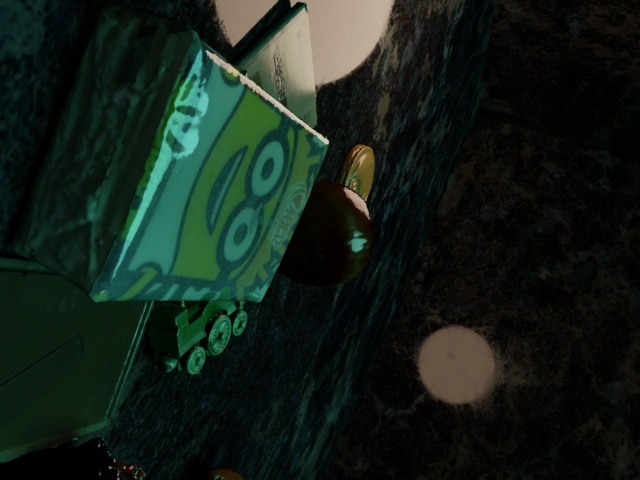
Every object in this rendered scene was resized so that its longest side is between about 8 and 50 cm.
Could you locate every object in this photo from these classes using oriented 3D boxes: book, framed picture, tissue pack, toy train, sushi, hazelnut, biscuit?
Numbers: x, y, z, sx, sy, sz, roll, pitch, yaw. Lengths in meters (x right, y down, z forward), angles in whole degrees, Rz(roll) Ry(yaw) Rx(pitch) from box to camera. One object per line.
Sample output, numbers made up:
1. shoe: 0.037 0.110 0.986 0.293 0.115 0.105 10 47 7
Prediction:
1. book: -0.085 -0.166 0.815 0.283 0.025 0.215 -56 157 -33
2. framed picture: -0.264 0.119 0.591 0.209 0.019 0.281 -69 163 -1
3. tissue pack: -0.123 -0.059 0.610 0.228 0.127 0.310 -67 158 2
4. toy train: -0.162 0.105 0.809 0.178 0.071 0.105 -40 135 -56
5. sushi: -0.247 0.293 0.606 0.172 0.152 0.151 -123 -154 -62
6. hazelnut: 0.000 0.000 1.035 0.178 0.178 0.204 -58 -170 -33
7. biscuit: 0.070 -0.079 1.355 0.202 0.044 0.289 -44 147 -55

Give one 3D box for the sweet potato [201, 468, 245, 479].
1. sweet potato: -0.176 0.510 1.114 0.131 0.131 0.337 -60 159 -29
